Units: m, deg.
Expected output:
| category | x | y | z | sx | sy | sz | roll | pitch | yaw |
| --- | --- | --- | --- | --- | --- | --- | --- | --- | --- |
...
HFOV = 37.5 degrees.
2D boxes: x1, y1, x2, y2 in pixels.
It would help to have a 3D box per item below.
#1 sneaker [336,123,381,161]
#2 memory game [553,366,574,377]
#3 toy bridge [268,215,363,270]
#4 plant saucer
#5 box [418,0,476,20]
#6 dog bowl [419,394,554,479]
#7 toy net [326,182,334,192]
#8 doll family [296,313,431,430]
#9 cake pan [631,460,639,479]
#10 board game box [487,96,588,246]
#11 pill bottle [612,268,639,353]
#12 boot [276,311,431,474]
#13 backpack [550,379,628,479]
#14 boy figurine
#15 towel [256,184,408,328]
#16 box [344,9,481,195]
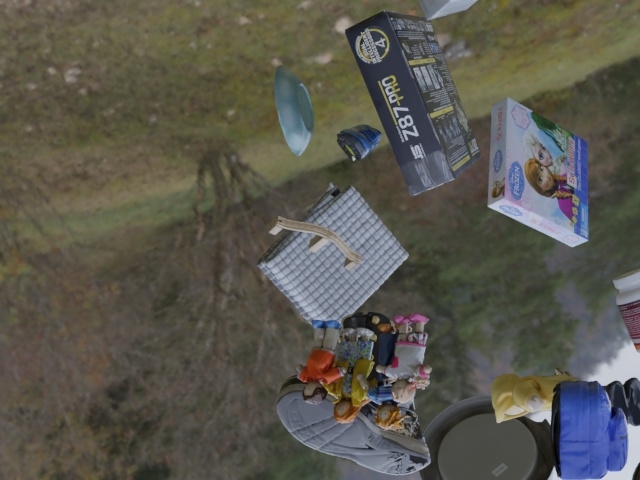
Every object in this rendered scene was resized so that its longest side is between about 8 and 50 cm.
| category | x | y | z | sx | sy | sz | roll | pitch | yaw |
| --- | --- | --- | --- | --- | --- | --- | --- | --- | --- |
| sneaker | 0.082 | -0.206 | 1.884 | 0.082 | 0.069 | 0.209 | -37 | -177 | 1 |
| memory game | 0.521 | 0.326 | 1.857 | 0.012 | 0.186 | 0.186 | -35 | 173 | -6 |
| toy bridge | 0.000 | 0.000 | 1.746 | 0.188 | 0.026 | 0.063 | 25 | 145 | -20 |
| plant saucer | -0.047 | -0.276 | 1.978 | 0.037 | 0.195 | 0.195 | -11 | 176 | 16 |
| box | 0.237 | -0.482 | 1.761 | 0.102 | 0.101 | 0.087 | -22 | 176 | -27 |
| dog bowl | 0.423 | 0.555 | 2.363 | 0.349 | 0.349 | 0.102 | -26 | 129 | -3 |
| toy net | 0.064 | -0.044 | 2.461 | 0.045 | 0.232 | 0.122 | -29 | -151 | -1 |
| doll family | 0.087 | 0.215 | 1.494 | 0.263 | 0.163 | 0.118 | -8 | 153 | 38 |
| cake pan | 0.697 | 0.469 | 1.656 | 0.293 | 0.293 | 0.054 | -22 | 144 | -29 |
| board game box | 0.590 | -0.183 | 2.538 | 0.318 | 0.319 | 0.066 | 22 | 150 | -28 |
| pill bottle | 0.623 | 0.135 | 1.816 | 0.086 | 0.152 | 0.086 | -22 | 178 | -1 |
| boot | 0.065 | 0.269 | 1.827 | 0.377 | 0.284 | 0.138 | 30 | 132 | -32 |
| backpack | 0.357 | 0.246 | 1.258 | 0.101 | 0.120 | 0.098 | -6 | -176 | 10 |
| boy figurine | 0.403 | 0.277 | 1.634 | 0.177 | 0.092 | 0.285 | 0 | 173 | -44 |
| towel | 0.025 | 0.039 | 2.168 | 0.284 | 0.235 | 0.121 | -45 | -169 | -19 |
| box | 0.192 | -0.271 | 1.802 | 0.097 | 0.318 | 0.395 | -23 | -175 | 20 |
